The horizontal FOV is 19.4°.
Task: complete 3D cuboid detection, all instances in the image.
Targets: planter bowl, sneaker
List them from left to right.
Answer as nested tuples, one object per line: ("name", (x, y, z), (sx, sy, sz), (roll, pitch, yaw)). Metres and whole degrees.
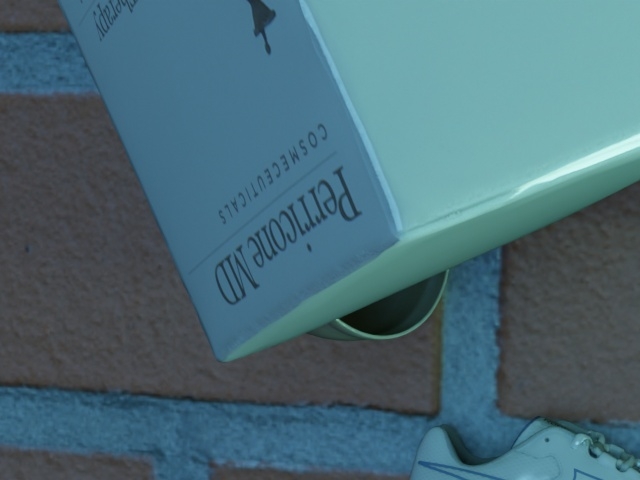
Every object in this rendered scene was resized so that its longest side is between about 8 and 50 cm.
("planter bowl", (0.000, 0.000, 1.347), (0.109, 0.162, 0.162), (-17, 85, 46))
("sneaker", (0.191, 0.189, 1.303), (0.297, 0.111, 0.129), (0, 86, 18))

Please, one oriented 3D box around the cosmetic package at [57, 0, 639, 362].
("cosmetic package", (0.043, -0.188, 1.145), (0.327, 0.329, 0.393), (-22, 84, -25))
